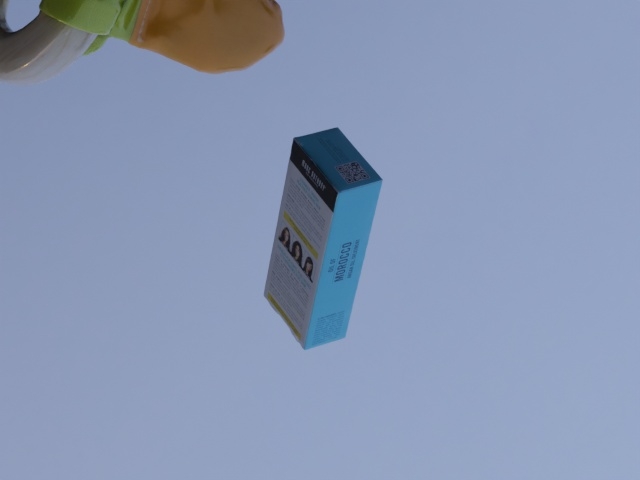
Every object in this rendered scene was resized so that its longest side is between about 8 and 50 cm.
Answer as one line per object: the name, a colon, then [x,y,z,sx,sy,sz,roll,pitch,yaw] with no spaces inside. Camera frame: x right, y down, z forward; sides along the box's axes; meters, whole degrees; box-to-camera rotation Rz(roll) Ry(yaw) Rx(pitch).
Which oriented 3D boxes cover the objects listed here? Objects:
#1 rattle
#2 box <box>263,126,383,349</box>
rattle: [-0.142,-0.134,1.019,0.199,0.130,0.142,-12,178,43]
box: [0.000,0.000,2.174,0.060,0.244,0.100,-16,-131,-28]
